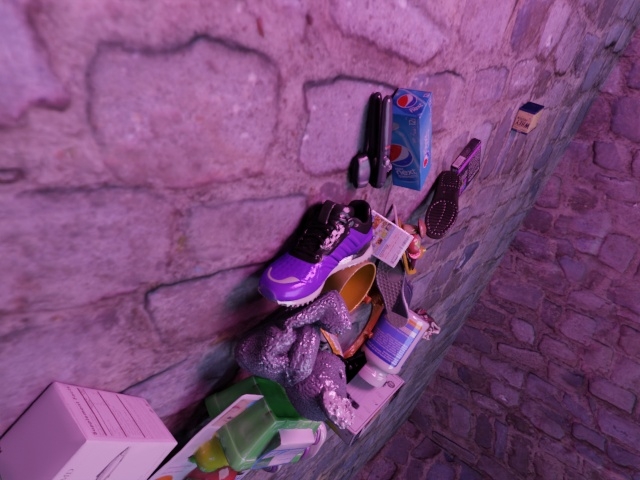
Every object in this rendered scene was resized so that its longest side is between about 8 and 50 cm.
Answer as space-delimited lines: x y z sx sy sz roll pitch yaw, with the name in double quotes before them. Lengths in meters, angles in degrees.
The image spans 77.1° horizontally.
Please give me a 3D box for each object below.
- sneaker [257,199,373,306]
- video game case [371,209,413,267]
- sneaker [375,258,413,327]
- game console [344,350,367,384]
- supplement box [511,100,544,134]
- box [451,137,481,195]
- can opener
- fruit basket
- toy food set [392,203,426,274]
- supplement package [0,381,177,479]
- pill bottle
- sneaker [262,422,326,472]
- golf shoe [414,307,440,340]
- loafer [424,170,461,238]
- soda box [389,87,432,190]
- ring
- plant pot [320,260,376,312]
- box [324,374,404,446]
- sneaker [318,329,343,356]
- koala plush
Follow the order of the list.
"sneaker" 0.000 0.000 0.732 0.293 0.102 0.146 -31 138 -44
"video game case" 0.144 -0.004 0.930 0.087 0.122 0.011 -58 -167 4
"sneaker" 0.218 0.115 1.174 0.163 0.086 0.226 -49 132 -65
"game console" -0.010 0.429 1.154 0.361 0.044 0.213 0 133 -53
"supplement box" 0.722 -0.426 1.399 0.083 0.056 0.083 -34 144 -34
"box" 0.444 -0.219 1.225 0.116 0.029 0.162 -50 149 -9
"can opener" 0.106 -0.176 0.739 0.073 0.059 0.186 -30 142 -37
"fruit basket" -0.177 0.449 0.835 0.353 0.165 0.327 -48 143 2
"toy food set" 0.243 0.004 1.044 0.218 0.071 0.128 59 25 -57
"supplement package" -0.305 0.277 0.540 0.105 0.105 0.179 -50 150 -10
"pill bottle" 0.233 0.353 1.362 0.272 0.152 0.152 -56 151 2
"sneaker" -0.071 0.521 1.091 0.152 0.114 0.305 -30 168 -49
"golf shoe" 0.401 0.355 1.646 0.273 0.120 0.105 -8 128 -51
"loafer" 0.340 -0.088 1.109 0.078 0.080 0.220 81 32 -62
"soda box" 0.180 -0.195 0.806 0.071 0.067 0.210 -62 154 -23
"ring" 0.097 0.280 1.210 0.337 0.032 0.336 -36 146 -30
"plant pot" 0.040 0.082 0.863 0.134 0.095 0.134 -36 144 -31
"box" 0.139 0.545 1.402 0.290 0.169 0.087 -29 143 -41
"sneaker" 0.001 0.258 1.005 0.083 0.084 0.214 -18 133 2
"koala plush" -0.029 0.238 0.744 0.203 0.221 0.196 -29 -177 -31
